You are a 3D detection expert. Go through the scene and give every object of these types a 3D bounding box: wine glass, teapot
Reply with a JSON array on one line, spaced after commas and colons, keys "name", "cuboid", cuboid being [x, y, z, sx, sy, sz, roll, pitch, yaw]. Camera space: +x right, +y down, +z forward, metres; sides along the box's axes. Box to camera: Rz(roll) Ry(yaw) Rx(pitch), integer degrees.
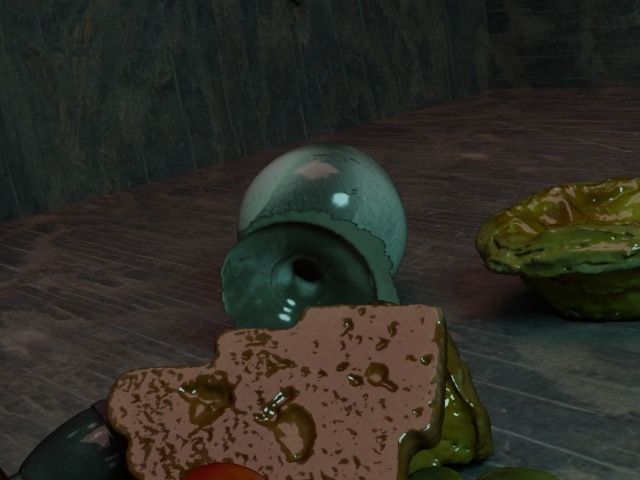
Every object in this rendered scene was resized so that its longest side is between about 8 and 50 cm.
[{"name": "wine glass", "cuboid": [0.000, 0.000, 1.495, 0.238, 0.238, 0.323, -7, 24, 11]}, {"name": "teapot", "cuboid": [-0.203, 0.227, 1.005, 0.146, 0.148, 0.116, -27, -18, -18]}]

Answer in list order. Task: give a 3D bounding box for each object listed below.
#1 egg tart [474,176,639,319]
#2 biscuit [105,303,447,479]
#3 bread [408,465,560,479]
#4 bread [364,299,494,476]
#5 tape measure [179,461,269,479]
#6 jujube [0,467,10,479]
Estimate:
[{"name": "egg tart", "cuboid": [0.356, 0.010, 1.393, 0.341, 0.132, 0.341, -8, 13, 2]}, {"name": "biscuit", "cuboid": [-0.018, 0.153, 0.920, 0.306, 0.043, 0.284, -35, 50, -14]}, {"name": "bread", "cuboid": [0.131, 0.209, 0.887, 0.150, 0.065, 0.187, -5, 11, -2]}, {"name": "bread", "cuboid": [0.059, 0.137, 1.098, 0.143, 0.139, 0.229, -24, 17, -21]}, {"name": "tape measure", "cuboid": [0.010, 0.236, 0.512, 0.260, 0.114, 0.253, 22, 39, -21]}, {"name": "jujube", "cuboid": [-0.212, 0.218, 0.539, 0.223, 0.318, 0.223, -4, 27, 2]}]
